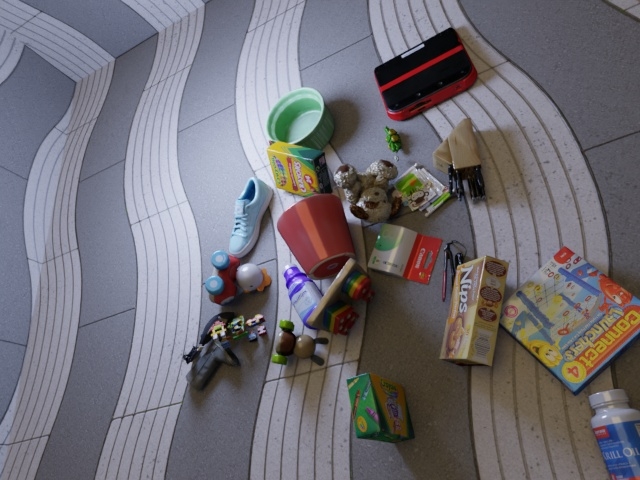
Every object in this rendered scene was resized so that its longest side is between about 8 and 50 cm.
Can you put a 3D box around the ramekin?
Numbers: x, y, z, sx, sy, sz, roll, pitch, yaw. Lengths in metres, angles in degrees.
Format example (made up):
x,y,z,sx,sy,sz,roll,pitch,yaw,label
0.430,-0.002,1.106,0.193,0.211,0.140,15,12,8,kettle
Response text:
x,y,z,sx,sy,sz,roll,pitch,yaw,label
-0.085,-0.519,2.197,0.303,0.148,0.303,-13,61,25,ramekin

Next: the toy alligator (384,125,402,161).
x,y,z,sx,sy,sz,roll,pitch,yaw,label
0.305,-0.390,1.972,0.051,0.056,0.189,-3,57,-16,toy alligator

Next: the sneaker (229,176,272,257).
x,y,z,sx,sy,sz,roll,pitch,yaw,label
-0.339,-0.112,2.148,0.135,0.150,0.366,6,70,33,sneaker

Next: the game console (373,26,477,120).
x,y,z,sx,sy,sz,roll,pitch,yaw,label
0.430,-0.695,2.050,0.386,0.060,0.342,-23,52,18,game console

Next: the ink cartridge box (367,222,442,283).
x,y,z,sx,sy,sz,roll,pitch,yaw,label
0.300,0.044,1.762,0.225,0.056,0.181,12,74,36,ink cartridge box

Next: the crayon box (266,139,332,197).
x,y,z,sx,sy,sz,roll,pitch,yaw,label
-0.110,-0.300,2.072,0.318,0.202,0.081,20,48,37,crayon box

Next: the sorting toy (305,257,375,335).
x,y,z,sx,sy,sz,roll,pitch,yaw,label
0.091,0.214,1.686,0.089,0.255,0.257,34,86,21,sorting toy

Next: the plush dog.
x,y,z,sx,sy,sz,roll,pitch,yaw,label
0.180,-0.160,1.855,0.262,0.210,0.225,-10,58,-21,plush dog

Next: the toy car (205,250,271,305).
x,y,z,sx,sy,sz,roll,pitch,yaw,label
-0.326,0.169,2.009,0.238,0.219,0.210,8,69,3,toy car

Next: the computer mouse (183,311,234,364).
x,y,z,sx,sy,sz,roll,pitch,yaw,label
-0.461,0.382,1.970,0.262,0.184,0.060,-44,96,4,computer mouse

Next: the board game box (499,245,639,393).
x,y,z,sx,sy,sz,roll,pitch,yaw,label
0.719,0.224,1.407,0.308,0.086,0.302,-45,53,4,board game box

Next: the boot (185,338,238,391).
x,y,z,sx,sy,sz,roll,pitch,yaw,label
-0.437,0.514,1.951,0.208,0.076,0.190,-50,40,-8,boot

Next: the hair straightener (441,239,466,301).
x,y,z,sx,sy,sz,roll,pitch,yaw,label
0.460,0.101,1.656,0.089,0.047,0.230,3,62,10,hair straightener

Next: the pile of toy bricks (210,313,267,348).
x,y,z,sx,sy,sz,roll,pitch,yaw,label
-0.319,0.339,1.933,0.212,0.118,0.105,-21,43,-1,pile of toy bricks

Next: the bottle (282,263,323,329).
x,y,z,sx,sy,sz,roll,pitch,yaw,label
-0.062,0.204,1.864,0.118,0.092,0.283,-51,48,20,bottle

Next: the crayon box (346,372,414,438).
x,y,z,sx,sy,sz,roll,pitch,yaw,label
0.183,0.507,1.463,0.081,0.278,0.165,-23,58,21,crayon box

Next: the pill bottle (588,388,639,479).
x,y,z,sx,sy,sz,roll,pitch,yaw,label
0.762,0.497,1.228,0.124,0.124,0.221,-21,57,20,pill bottle

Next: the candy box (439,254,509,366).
x,y,z,sx,sy,sz,roll,pitch,yaw,label
0.467,0.219,1.493,0.087,0.183,0.316,19,74,-8,candy box

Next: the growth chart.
x,y,z,sx,sy,sz,roll,pitch,yaw,label
0.376,-0.189,1.850,0.172,0.021,0.237,-47,52,4,growth chart

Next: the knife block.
x,y,z,sx,sy,sz,roll,pitch,yaw,label
0.537,-0.279,1.750,0.242,0.088,0.275,36,77,27,knife block

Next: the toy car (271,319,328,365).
x,y,z,sx,sy,sz,roll,pitch,yaw,label
-0.069,0.388,1.790,0.188,0.149,0.155,11,74,3,toy car

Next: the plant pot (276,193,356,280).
x,y,z,sx,sy,sz,roll,pitch,yaw,label
0.000,0.000,1.847,0.275,0.275,0.243,-31,65,14,plant pot
